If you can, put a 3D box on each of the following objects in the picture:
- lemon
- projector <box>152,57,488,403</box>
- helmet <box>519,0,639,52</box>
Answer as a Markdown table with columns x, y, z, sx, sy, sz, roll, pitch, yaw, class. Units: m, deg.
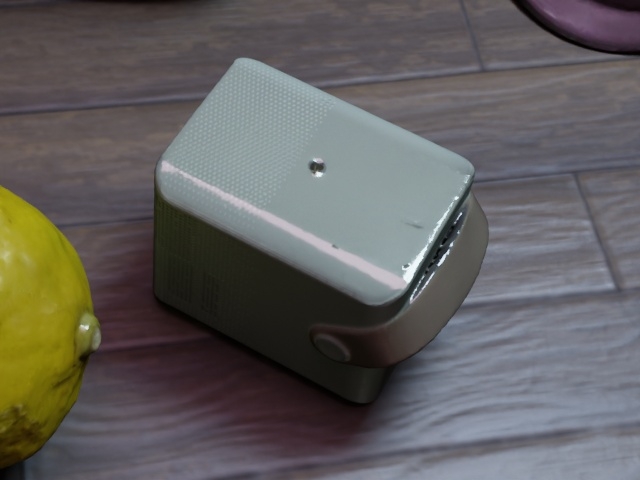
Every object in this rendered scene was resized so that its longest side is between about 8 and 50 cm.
| x | y | z | sx | sy | sz | roll | pitch | yaw | class |
| --- | --- | --- | --- | --- | --- | --- | --- | --- | --- |
| -0.292 | 0.060 | 1.055 | 0.288 | 0.233 | 0.233 | 7 | 56 | 5 | lemon |
| 0.000 | 0.000 | 1.164 | 0.242 | 0.177 | 0.163 | 25 | 59 | 11 | projector |
| 0.317 | -0.357 | 1.437 | 0.271 | 0.197 | 0.338 | 29 | 57 | 9 | helmet |
